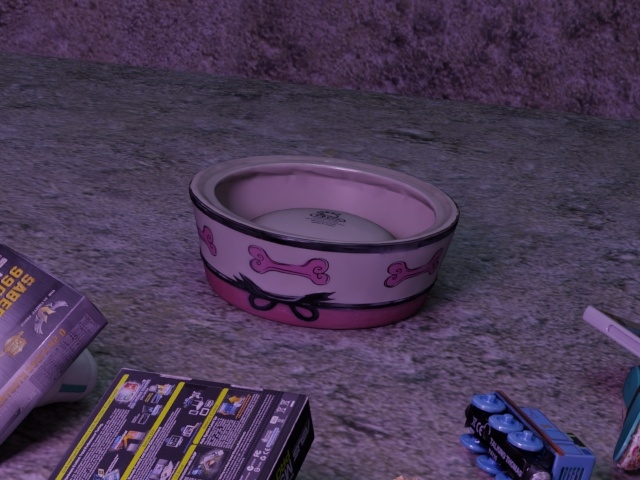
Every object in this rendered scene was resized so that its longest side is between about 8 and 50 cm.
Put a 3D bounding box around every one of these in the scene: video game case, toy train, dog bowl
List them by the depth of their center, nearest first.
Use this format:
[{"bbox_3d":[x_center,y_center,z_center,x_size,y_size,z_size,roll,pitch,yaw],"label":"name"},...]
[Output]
[{"bbox_3d":[0.237,0.240,1.566,0.105,0.080,0.184,8,16,-22],"label":"toy train"},{"bbox_3d":[0.491,0.166,1.796,0.227,0.026,0.206,20,11,-32],"label":"video game case"},{"bbox_3d":[0.000,0.000,2.025,0.408,0.150,0.408,5,20,-2],"label":"dog bowl"}]

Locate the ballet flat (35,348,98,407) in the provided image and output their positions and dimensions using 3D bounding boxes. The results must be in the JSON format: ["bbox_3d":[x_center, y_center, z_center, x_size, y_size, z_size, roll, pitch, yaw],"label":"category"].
[{"bbox_3d":[-0.406,0.099,1.701,0.139,0.139,0.400,-9,29,-35],"label":"ballet flat"}]

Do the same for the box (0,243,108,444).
[{"bbox_3d":[-0.375,0.130,1.503,0.183,0.056,0.231,26,69,43],"label":"box"}]

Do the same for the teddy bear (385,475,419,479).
[{"bbox_3d":[0.141,0.324,1.019,0.245,0.113,0.338,-18,65,-48],"label":"teddy bear"}]

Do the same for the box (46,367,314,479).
[{"bbox_3d":[-0.150,0.243,1.290,0.216,0.060,0.270,5,37,19],"label":"box"}]

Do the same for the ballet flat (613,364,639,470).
[{"bbox_3d":[0.414,0.220,1.662,0.077,0.091,0.241,26,25,6],"label":"ballet flat"}]
